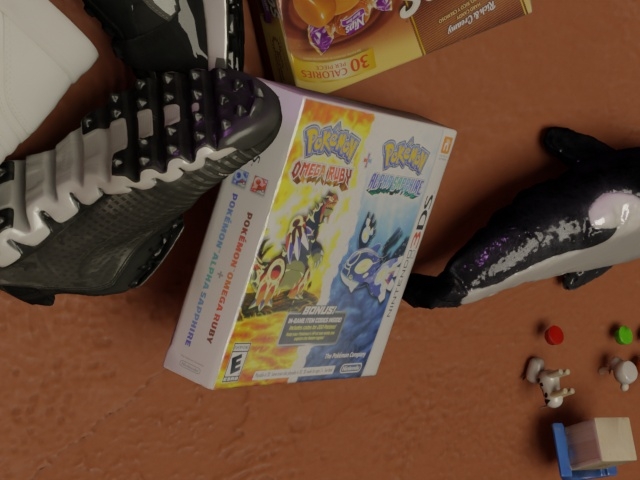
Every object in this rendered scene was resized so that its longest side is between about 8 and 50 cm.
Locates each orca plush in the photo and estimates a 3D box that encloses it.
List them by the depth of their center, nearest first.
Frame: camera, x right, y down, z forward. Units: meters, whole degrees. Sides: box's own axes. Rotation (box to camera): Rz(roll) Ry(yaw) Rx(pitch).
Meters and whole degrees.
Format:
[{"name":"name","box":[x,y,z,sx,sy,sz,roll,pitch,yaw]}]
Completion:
[{"name":"orca plush","box":[0.179,-0.028,1.103,0.287,0.102,0.151,-21,161,-11]}]

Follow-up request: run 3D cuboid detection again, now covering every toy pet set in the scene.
[{"name":"toy pet set","box":[0.213,0.130,1.185,0.122,0.065,0.114,5,69,-34]}]

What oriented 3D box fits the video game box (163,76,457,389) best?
[{"name":"video game box","box":[0.000,0.000,0.963,0.205,0.048,0.187,3,105,-59]}]

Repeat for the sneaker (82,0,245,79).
[{"name":"sneaker","box":[-0.112,-0.169,0.878,0.124,0.107,0.283,-2,119,1]}]

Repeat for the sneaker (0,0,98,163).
[{"name":"sneaker","box":[-0.269,-0.119,0.780,0.292,0.108,0.169,40,82,-34]}]

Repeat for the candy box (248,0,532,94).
[{"name":"candy box","box":[0.044,-0.173,0.974,0.187,0.053,0.109,-22,117,-20]}]

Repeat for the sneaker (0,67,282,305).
[{"name":"sneaker","box":[-0.113,-0.025,0.881,0.234,0.078,0.106,-24,138,19]}]
